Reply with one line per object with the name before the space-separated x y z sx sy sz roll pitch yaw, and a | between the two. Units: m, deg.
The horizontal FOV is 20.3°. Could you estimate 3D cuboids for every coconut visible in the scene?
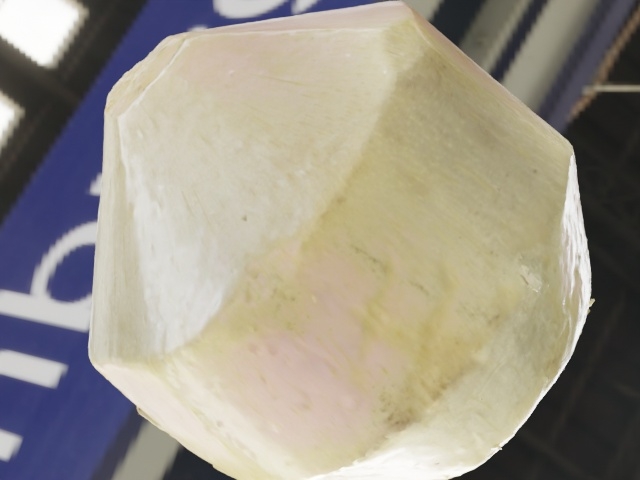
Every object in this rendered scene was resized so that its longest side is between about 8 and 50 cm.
coconut | 0.000 0.000 0.812 0.237 0.197 0.237 -3 -80 -14
